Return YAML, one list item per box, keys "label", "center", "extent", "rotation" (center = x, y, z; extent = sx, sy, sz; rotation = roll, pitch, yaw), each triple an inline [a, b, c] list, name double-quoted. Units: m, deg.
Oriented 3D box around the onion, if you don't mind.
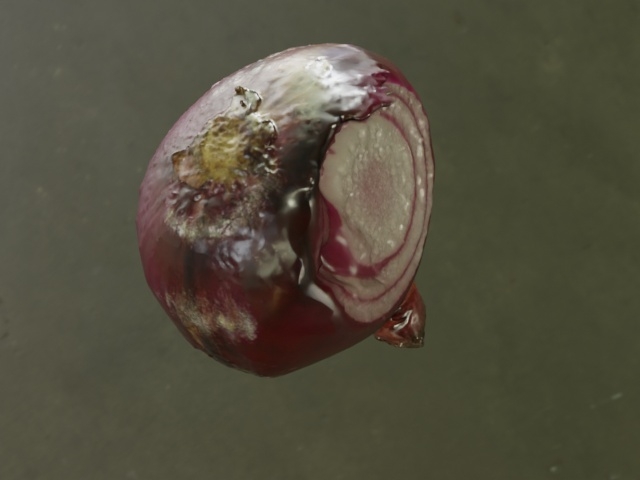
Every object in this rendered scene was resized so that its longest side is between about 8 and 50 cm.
- label: "onion"
  center: [-0.013, -0.004, 0.780]
  extent: [0.173, 0.135, 0.198]
  rotation: [-62, 148, -22]
